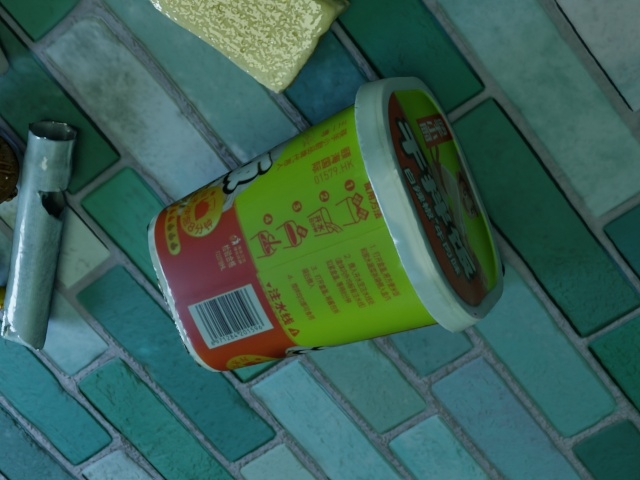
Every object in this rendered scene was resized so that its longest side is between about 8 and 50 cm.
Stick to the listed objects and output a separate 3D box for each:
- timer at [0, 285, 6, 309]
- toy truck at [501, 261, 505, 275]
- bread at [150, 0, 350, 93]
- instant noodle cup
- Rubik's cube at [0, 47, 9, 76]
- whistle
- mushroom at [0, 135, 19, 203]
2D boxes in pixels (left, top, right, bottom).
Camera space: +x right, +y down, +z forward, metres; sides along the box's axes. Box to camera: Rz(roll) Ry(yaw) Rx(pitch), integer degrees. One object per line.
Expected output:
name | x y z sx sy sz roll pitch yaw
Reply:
timer | -0.463 0.051 1.224 0.107 0.109 0.107 1 92 29
toy truck | 0.170 0.031 1.136 0.090 0.056 0.073 45 117 1
bread | -0.080 -0.259 1.031 0.188 0.068 0.125 34 114 -8
instant noodle cup | 0.000 0.000 1.034 0.308 0.294 0.294 -20 110 23
Rubik's cube | -0.577 -0.235 0.975 0.322 0.319 0.316 -16 110 15
whistle | -0.355 0.002 1.191 0.062 0.062 0.312 17 115 0
mushroom | -0.423 -0.081 1.150 0.126 0.085 0.109 -31 106 16
